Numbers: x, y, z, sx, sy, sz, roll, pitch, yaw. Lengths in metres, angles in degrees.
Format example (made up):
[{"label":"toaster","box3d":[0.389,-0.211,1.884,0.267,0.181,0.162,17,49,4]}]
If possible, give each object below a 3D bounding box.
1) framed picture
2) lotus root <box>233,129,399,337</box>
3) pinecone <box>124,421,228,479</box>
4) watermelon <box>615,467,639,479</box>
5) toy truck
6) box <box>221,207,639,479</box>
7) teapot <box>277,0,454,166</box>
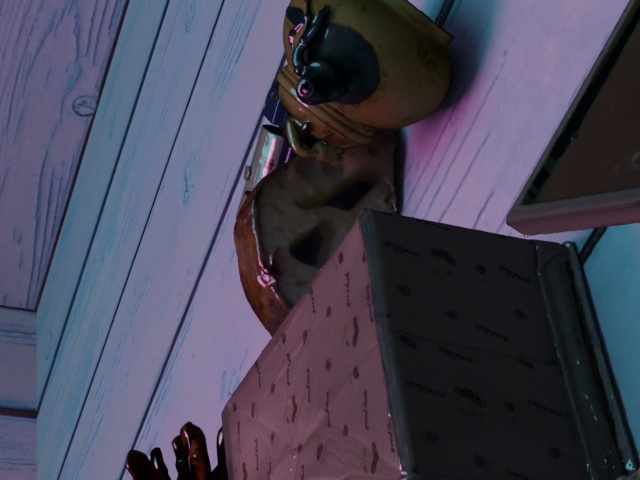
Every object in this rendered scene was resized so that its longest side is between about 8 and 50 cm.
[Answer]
[{"label":"framed picture","box3d":[0.237,-0.142,0.671,0.315,0.024,0.232,-58,16,-14]},{"label":"lotus root","box3d":[0.000,0.000,1.213,0.074,0.170,0.261,140,132,-64]},{"label":"pinecone","box3d":[-0.120,0.307,1.266,0.264,0.264,0.264,-170,90,-69]},{"label":"watermelon","box3d":[0.223,0.124,0.429,0.140,0.256,0.193,-166,79,-70]},{"label":"toy truck","box3d":[-0.044,-0.094,1.462,0.074,0.088,0.202,-126,50,-64]},{"label":"box","box3d":[0.064,0.157,0.923,0.297,0.190,0.225,122,149,-45]},{"label":"teapot","box3d":[0.030,-0.159,1.171,0.182,0.173,0.269,-53,-6,11]}]
